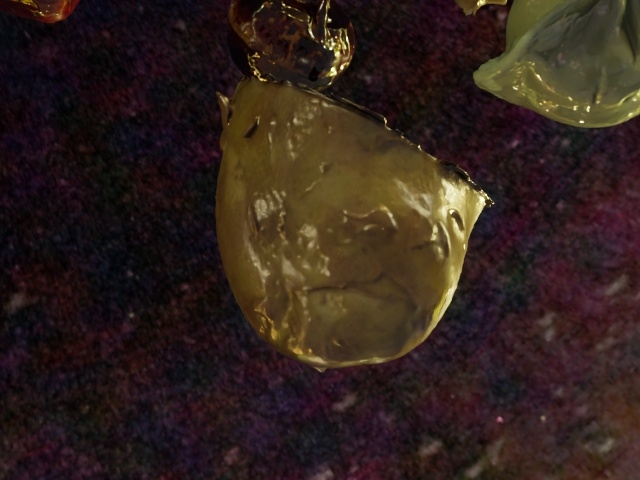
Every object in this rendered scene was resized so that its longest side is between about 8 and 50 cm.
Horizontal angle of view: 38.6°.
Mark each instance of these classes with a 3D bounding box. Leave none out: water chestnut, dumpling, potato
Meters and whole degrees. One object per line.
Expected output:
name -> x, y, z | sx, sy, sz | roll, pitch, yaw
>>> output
water chestnut -> -0.053, -0.445, 1.883 | 0.300, 0.300, 0.300 | -16, 130, -20
dumpling -> 0.345, -0.278, 1.151 | 0.320, 0.212, 0.270 | -55, 141, -23
potato -> 0.000, 0.000, 0.936 | 0.301, 0.289, 0.237 | 28, 87, -34

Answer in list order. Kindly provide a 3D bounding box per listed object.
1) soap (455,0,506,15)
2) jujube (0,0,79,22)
soap -> 0.225, -0.439, 1.301 | 0.076, 0.135, 0.233 | -28, 162, -12
jujube -> -0.374, -0.343, 1.007 | 0.255, 0.190, 0.190 | 27, 110, -4
